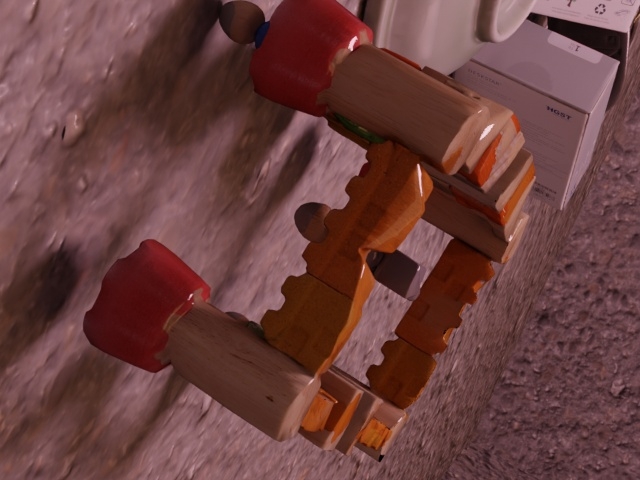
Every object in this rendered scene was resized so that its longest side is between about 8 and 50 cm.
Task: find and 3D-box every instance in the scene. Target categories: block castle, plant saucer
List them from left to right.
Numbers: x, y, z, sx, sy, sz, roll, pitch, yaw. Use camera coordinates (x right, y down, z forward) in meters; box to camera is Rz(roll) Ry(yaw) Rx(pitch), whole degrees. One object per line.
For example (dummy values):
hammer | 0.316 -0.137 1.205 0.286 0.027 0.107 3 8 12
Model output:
block castle | 0.000 0.000 1.159 0.303 0.213 0.453 -58 163 -2
plant saucer | 0.178 -0.310 1.417 0.400 0.100 0.400 -55 163 -25

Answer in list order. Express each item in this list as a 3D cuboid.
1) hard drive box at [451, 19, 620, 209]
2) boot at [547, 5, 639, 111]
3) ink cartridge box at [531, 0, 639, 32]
hard drive box | 0.257 -0.163 1.793 0.089 0.181 0.232 -56 165 -23
boot | 0.373 -0.369 1.906 0.284 0.138 0.377 -52 147 -73
ink cartridge box | 0.337 -0.410 1.652 0.065 0.165 0.332 -101 -154 -54
